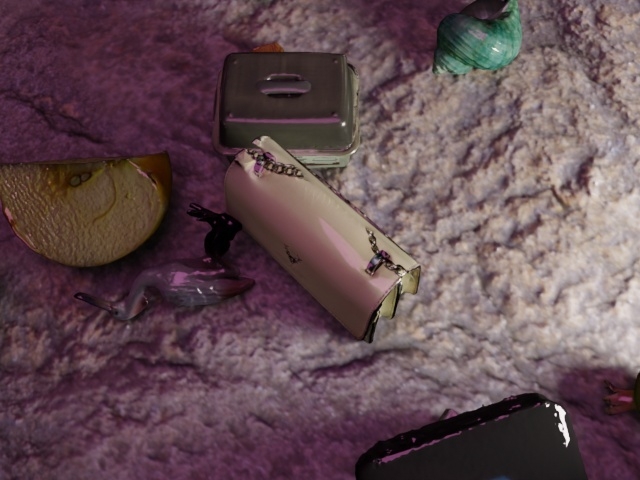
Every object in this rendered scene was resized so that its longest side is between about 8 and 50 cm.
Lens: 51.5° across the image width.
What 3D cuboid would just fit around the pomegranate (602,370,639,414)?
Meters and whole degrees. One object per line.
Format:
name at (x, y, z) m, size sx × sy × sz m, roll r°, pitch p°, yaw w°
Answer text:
pomegranate at (0.566, 0.261, 1.110) m, size 0.129 × 0.159 × 0.129 m, roll 4°, pitch 83°, yaw -33°

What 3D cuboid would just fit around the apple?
apple at (-0.442, -0.085, 1.265) m, size 0.346 × 0.179 × 0.254 m, roll -2°, pitch 49°, yaw 11°

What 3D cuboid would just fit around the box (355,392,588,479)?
box at (0.251, 0.440, 1.019) m, size 0.359 × 0.091 × 0.350 m, roll -17°, pitch 90°, yaw -4°

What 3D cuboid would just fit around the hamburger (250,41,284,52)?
hamburger at (-0.113, -0.386, 1.433) m, size 0.083 × 0.044 × 0.076 m, roll -16°, pitch 67°, yaw -5°

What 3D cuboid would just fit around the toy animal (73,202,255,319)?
toy animal at (-0.261, 0.071, 1.226) m, size 0.324 × 0.090 × 0.195 m, roll -36°, pitch 112°, yaw 8°

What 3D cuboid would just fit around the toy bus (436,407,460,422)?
toy bus at (0.184, 0.361, 1.107) m, size 0.057 × 0.072 × 0.172 m, roll 37°, pitch 76°, yaw 12°

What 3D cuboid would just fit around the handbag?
handbag at (0.000, 0.000, 1.172) m, size 0.358 × 0.237 × 0.160 m, roll 42°, pitch 74°, yaw 17°

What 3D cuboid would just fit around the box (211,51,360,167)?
box at (-0.067, -0.258, 1.315) m, size 0.290 × 0.166 × 0.220 m, roll 0°, pitch 68°, yaw 2°

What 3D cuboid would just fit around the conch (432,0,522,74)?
conch at (0.323, -0.420, 1.379) m, size 0.202 × 0.134 × 0.196 m, roll -16°, pitch 28°, yaw 3°
